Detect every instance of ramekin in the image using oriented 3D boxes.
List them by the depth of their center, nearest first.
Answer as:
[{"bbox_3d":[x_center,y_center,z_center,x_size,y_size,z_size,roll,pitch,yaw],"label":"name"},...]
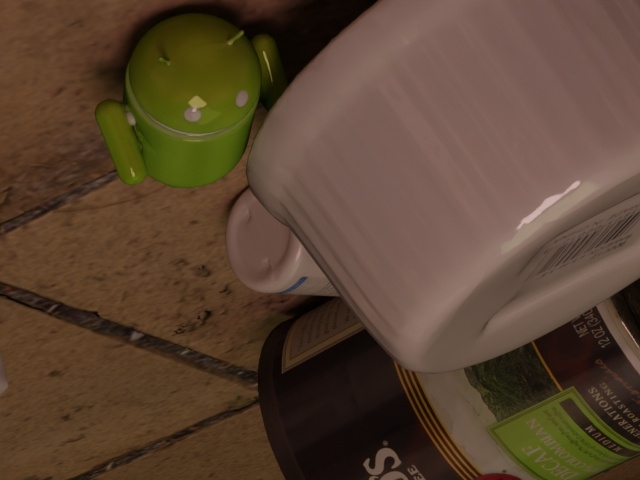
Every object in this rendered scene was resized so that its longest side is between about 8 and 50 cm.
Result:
[{"bbox_3d":[0.113,-0.048,0.997,0.277,0.135,0.277,-29,163,-10],"label":"ramekin"}]

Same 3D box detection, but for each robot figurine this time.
[{"bbox_3d":[-0.066,-0.070,0.963,0.101,0.067,0.115,-23,161,-19],"label":"robot figurine"}]

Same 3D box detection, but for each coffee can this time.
[{"bbox_3d":[0.123,0.087,1.339,0.275,0.201,0.201,-31,157,27],"label":"coffee can"}]

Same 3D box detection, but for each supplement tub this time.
[{"bbox_3d":[0.000,0.000,1.196,0.107,0.071,0.071,5,149,-47],"label":"supplement tub"}]

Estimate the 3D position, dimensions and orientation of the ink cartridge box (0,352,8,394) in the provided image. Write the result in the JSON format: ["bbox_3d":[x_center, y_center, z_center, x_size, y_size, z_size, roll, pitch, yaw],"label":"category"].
[{"bbox_3d":[-0.312,0.081,1.109,0.208,0.087,0.153,2,151,-42],"label":"ink cartridge box"}]
